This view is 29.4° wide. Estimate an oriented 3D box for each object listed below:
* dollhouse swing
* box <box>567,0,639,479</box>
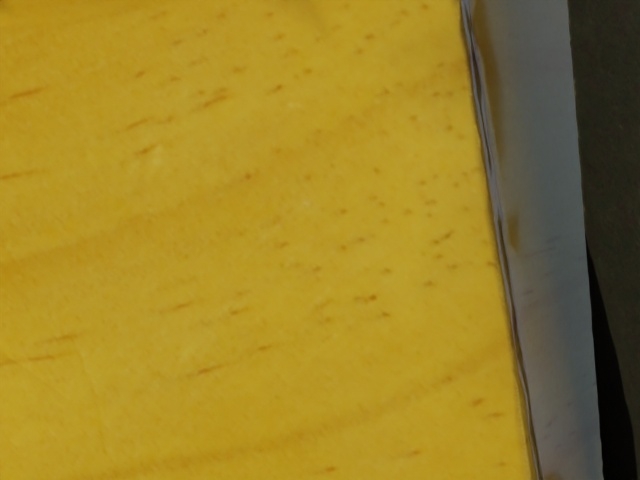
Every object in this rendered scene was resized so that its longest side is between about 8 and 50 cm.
[{"bbox_3d":[0.031,0.023,0.605,0.315,0.305,0.346,-8,-81,17],"label":"dollhouse swing"},{"bbox_3d":[0.265,-0.024,0.444,0.183,0.294,0.296,30,-44,54],"label":"box"}]
